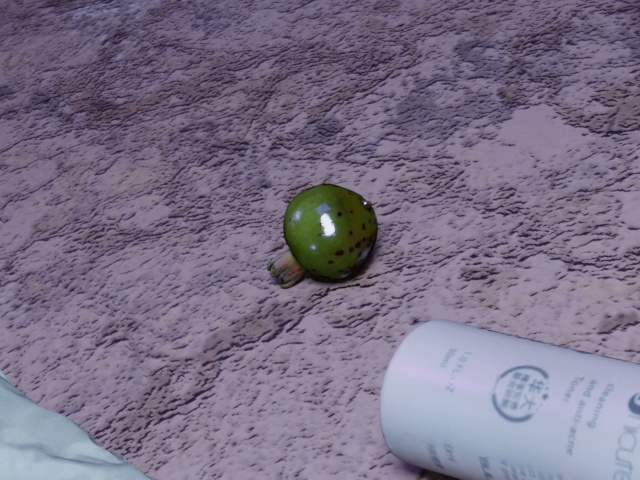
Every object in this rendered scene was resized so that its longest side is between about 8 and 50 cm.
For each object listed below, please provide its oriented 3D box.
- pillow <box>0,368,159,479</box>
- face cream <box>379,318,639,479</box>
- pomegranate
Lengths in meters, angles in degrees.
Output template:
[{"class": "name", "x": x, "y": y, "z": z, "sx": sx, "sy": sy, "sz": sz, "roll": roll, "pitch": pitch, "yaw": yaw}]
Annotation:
[{"class": "pillow", "x": -0.209, "y": 0.197, "z": 0.871, "sx": 0.283, "sy": 0.138, "sz": 0.310, "roll": 22, "pitch": 45, "yaw": 21}, {"class": "face cream", "x": 0.177, "y": 0.113, "z": 0.873, "sx": 0.311, "sy": 0.092, "sz": 0.092, "roll": 12, "pitch": 42, "yaw": 40}, {"class": "pomegranate", "x": 0.003, "y": 0.002, "z": 1.171, "sx": 0.073, "sy": 0.073, "sz": 0.084, "roll": 24, "pitch": 87, "yaw": 49}]
